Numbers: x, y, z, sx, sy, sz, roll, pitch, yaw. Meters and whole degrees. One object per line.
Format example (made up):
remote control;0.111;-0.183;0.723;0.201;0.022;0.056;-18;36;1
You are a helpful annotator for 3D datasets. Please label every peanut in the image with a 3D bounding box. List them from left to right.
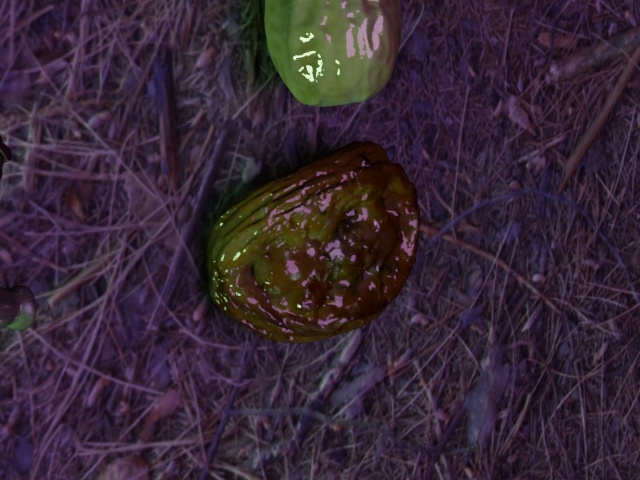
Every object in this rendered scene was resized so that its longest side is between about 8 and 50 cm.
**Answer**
peanut;0.011;-0.297;1.658;0.152;0.152;0.313;-8;97;-45

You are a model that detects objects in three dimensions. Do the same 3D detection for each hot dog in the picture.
hot dog;0.000;0.000;1.724;0.272;0.122;0.196;-24;115;-43

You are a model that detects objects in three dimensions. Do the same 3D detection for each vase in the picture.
vase;-0.311;0.062;1.462;0.100;0.053;0.053;3;96;-51

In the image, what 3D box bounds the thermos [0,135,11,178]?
thermos;-0.330;-0.114;1.382;0.124;0.098;0.232;-81;158;-61
